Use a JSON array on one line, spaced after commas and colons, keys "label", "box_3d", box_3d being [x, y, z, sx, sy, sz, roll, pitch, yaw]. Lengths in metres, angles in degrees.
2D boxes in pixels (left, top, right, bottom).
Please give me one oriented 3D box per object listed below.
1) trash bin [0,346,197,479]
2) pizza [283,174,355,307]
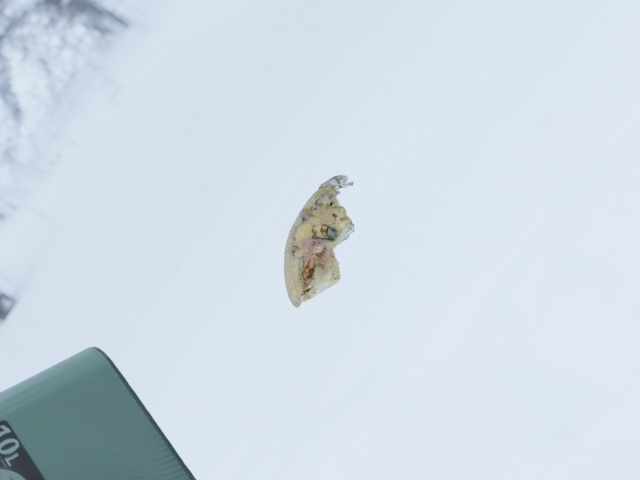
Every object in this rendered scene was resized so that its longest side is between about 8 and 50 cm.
[{"label": "trash bin", "box_3d": [-0.268, 0.243, 1.039, 0.343, 0.158, 0.223, -25, -24, -35]}, {"label": "pizza", "box_3d": [0.000, 0.000, 0.898, 0.016, 0.037, 0.083, 141, 149, -79]}]
